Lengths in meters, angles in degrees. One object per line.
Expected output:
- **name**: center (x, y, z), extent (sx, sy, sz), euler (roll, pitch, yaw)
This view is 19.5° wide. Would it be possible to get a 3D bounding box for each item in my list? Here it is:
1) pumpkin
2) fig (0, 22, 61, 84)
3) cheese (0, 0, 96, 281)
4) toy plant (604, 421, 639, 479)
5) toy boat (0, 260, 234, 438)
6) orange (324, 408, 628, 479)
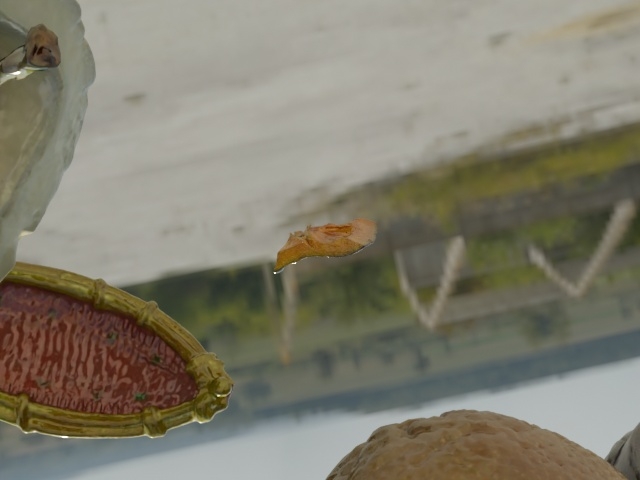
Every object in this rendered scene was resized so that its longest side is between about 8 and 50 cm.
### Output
- **pumpkin**: center (0.001, -0.001, 1.689), extent (0.101, 0.035, 0.073), euler (-16, -174, 18)
- **fig**: center (-0.250, -0.067, 1.043), extent (0.143, 0.160, 0.231), euler (-27, -161, -31)
- **cheese**: center (-0.326, -0.073, 1.318), extent (0.153, 0.332, 0.292), euler (26, 180, 35)
- **toy plant**: center (0.249, 0.318, 1.552), extent (0.185, 0.279, 0.400), euler (19, 127, -5)
- **toy boat**: center (-0.224, 0.090, 1.538), extent (0.318, 0.141, 0.099), euler (14, 163, 4)
- **orange**: center (0.119, 0.299, 1.321), extent (0.322, 0.357, 0.322), euler (-22, 161, -8)
